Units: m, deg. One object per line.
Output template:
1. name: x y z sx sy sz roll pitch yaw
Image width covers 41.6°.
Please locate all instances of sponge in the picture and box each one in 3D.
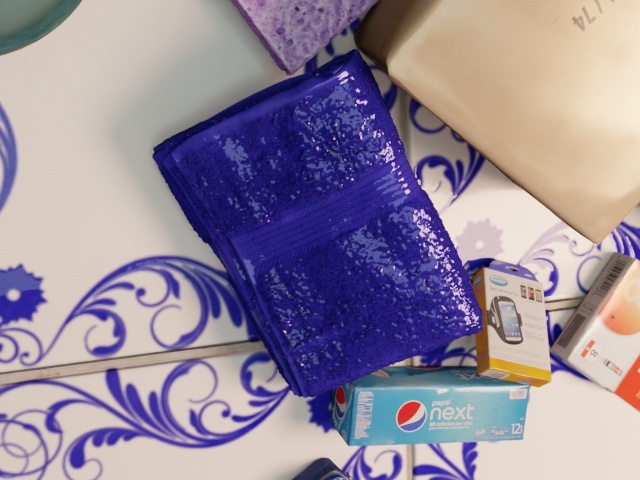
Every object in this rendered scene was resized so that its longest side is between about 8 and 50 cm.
1. sponge: -0.047 -0.274 0.787 0.117 0.031 0.210 -40 109 -6

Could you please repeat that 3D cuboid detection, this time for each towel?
1. towel: 0.000 0.000 0.816 0.227 0.076 0.308 -23 108 17

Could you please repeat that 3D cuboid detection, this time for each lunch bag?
1. lunch bag: 0.002 0.291 0.922 0.098 0.065 0.067 -38 109 -6

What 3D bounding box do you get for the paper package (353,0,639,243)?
1. paper package: 0.247 -0.218 0.806 0.309 0.168 0.325 35 102 -20

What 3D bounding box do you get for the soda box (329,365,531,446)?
1. soda box: 0.121 0.181 0.933 0.210 0.071 0.067 3 99 -18

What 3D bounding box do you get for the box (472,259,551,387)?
1. box: 0.211 0.089 0.937 0.081 0.028 0.136 15 57 -19

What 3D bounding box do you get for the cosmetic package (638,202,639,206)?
1. cosmetic package: 0.530 -0.045 0.970 0.365 0.155 0.197 33 93 -21

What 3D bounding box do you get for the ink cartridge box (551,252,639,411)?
1. ink cartridge box: 0.385 0.122 1.018 0.179 0.045 0.145 34 90 -18

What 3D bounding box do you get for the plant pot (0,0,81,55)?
1. plant pot: -0.288 -0.273 0.619 0.271 0.255 0.272 -3 102 -17
